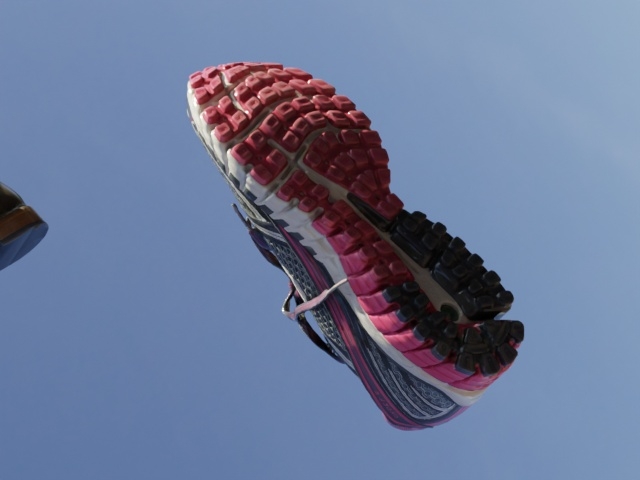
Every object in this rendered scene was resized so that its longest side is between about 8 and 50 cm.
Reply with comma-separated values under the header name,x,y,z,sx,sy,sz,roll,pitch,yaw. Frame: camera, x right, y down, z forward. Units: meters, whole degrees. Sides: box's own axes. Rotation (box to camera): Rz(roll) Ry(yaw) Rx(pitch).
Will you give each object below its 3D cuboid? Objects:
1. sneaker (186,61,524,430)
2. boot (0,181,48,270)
name,x,y,z,sx,sy,sz,roll,pitch,yaw
sneaker,0.000,0.000,0.931,0.121,0.112,0.299,-22,-112,-40
boot,-0.355,-0.004,1.210,0.106,0.082,0.219,49,-138,12
